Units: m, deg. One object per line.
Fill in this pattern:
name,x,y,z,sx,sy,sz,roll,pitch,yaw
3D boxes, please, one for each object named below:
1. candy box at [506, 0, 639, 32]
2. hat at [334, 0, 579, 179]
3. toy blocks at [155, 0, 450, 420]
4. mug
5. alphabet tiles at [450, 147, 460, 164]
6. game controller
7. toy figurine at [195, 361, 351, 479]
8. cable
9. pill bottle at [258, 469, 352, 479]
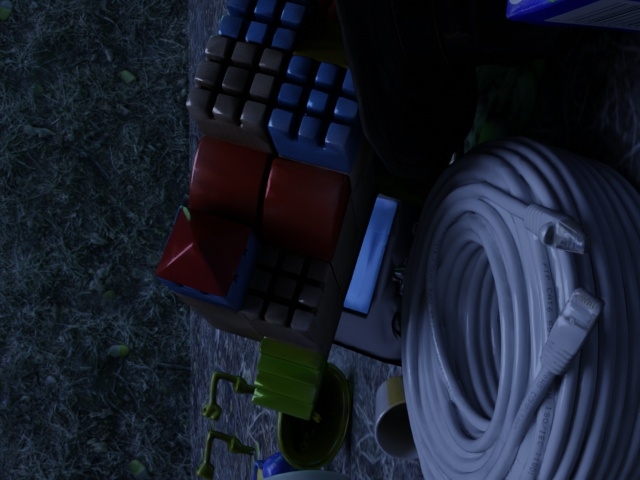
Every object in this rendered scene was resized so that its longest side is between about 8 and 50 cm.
candy box,0.183,-0.259,0.358,0.268,0.122,0.317,-170,83,-75
hat,0.102,-0.203,0.560,0.331,0.133,0.332,1,-91,-64
toy blocks,-0.009,-0.082,0.664,0.261,0.190,0.382,69,-142,-75
mug,0.083,0.151,0.865,0.062,0.078,0.064,62,-174,-22
alphabet tiles,0.052,-0.059,0.892,0.198,0.009,0.237,-1,87,48
game controller,0.000,0.000,0.876,0.319,0.067,0.167,15,99,42
toy figurine,-0.074,0.314,1.195,0.217,0.191,0.363,-166,79,-80
cable,0.126,0.061,0.621,0.257,0.089,0.257,-111,26,-58
pill bottle,-0.008,0.386,0.959,0.162,0.162,0.279,110,156,-52
